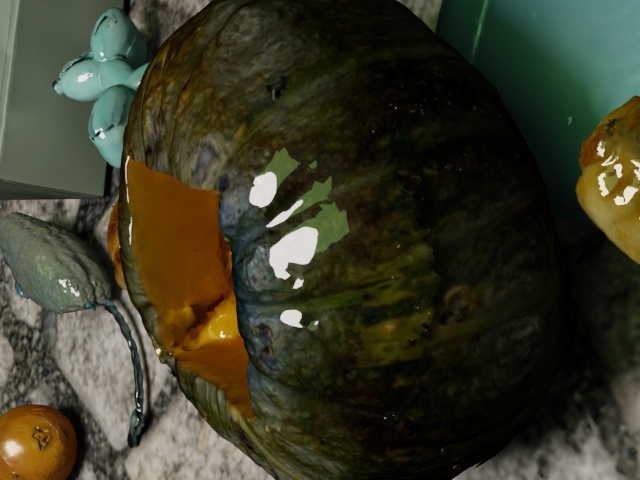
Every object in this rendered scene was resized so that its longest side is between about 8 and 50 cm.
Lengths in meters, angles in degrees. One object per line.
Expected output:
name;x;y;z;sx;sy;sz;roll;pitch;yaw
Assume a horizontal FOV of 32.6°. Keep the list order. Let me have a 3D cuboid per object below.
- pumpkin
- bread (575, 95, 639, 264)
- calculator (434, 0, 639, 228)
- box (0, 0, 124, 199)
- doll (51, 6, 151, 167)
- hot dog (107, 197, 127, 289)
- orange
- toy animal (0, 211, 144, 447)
pumpkin;0.000;0.000;0.656;0.320;0.192;0.320;31;128;49
bread;0.266;0.044;0.479;0.367;0.077;0.084;38;123;29
calculator;0.205;-0.126;0.614;0.386;0.054;0.256;18;97;40
box;-0.303;-0.157;1.054;0.225;0.117;0.225;2;84;44
doll;-0.155;-0.138;0.927;0.159;0.059;0.158;-21;49;10
hot dog;-0.135;-0.009;0.915;0.140;0.060;0.090;-55;47;14
orange;-0.259;0.188;0.984;0.083;0.083;0.084;-8;78;42
toy animal;-0.211;0.060;0.978;0.253;0.070;0.079;47;151;24
